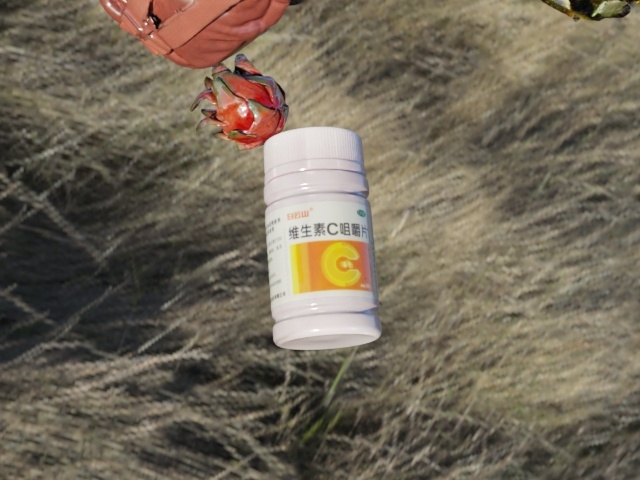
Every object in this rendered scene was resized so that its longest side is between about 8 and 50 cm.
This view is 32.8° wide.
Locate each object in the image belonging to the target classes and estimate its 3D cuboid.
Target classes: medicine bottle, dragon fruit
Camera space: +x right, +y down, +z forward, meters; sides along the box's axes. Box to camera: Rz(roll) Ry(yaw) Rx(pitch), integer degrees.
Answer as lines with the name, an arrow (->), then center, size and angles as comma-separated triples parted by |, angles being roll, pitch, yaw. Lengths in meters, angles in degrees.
medicine bottle -> 0.000, 0.000, 1.310 | 0.133, 0.133, 0.250 | 4, 74, -26
dragon fruit -> -0.115, -0.207, 1.669 | 0.142, 0.121, 0.130 | 26, 27, -22

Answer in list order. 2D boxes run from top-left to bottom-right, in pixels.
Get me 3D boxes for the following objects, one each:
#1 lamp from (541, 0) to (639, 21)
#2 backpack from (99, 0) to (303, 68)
lamp -> 0.254, -0.309, 0.907 | 0.305, 0.305, 0.240 | 24, 77, -1
backpack -> -0.134, -0.278, 1.123 | 0.229, 0.229, 0.139 | 23, 44, -1
